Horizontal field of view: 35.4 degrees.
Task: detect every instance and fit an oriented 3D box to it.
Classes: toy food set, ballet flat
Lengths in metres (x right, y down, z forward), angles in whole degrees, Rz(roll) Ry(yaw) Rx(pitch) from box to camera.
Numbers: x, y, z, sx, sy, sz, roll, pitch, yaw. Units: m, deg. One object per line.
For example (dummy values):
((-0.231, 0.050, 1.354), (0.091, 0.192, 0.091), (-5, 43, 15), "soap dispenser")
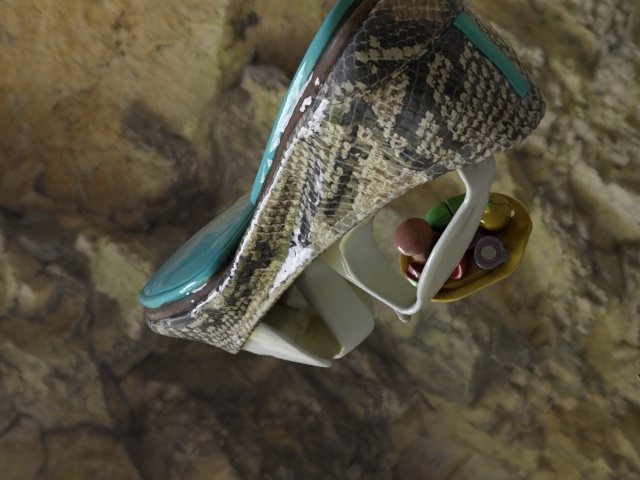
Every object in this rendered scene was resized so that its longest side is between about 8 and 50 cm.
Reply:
((0.157, 0.005, 1.258), (0.218, 0.128, 0.071), (-29, -34, 10), "toy food set")
((0.000, 0.000, 0.758), (0.164, 0.182, 0.483), (-53, 4, -36), "ballet flat")

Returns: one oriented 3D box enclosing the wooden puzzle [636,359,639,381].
((0.319, 0.123, 0.872), (0.006, 0.083, 0.049), (72, -159, -63), "wooden puzzle")
